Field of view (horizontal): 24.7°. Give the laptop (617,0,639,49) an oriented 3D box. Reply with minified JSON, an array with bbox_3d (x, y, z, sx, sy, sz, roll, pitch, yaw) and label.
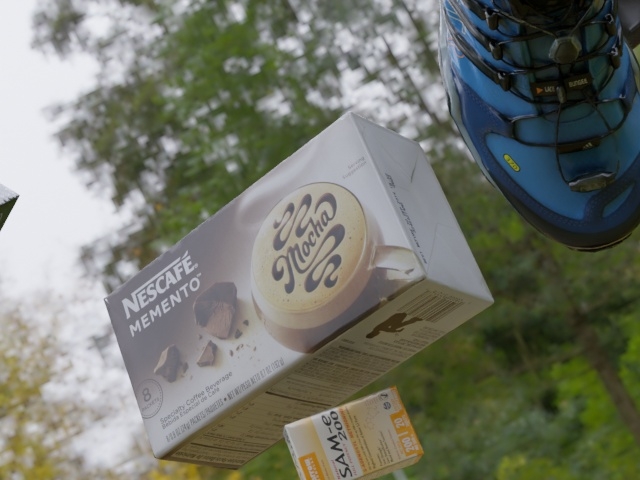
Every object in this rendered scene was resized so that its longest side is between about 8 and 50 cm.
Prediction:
[{"bbox_3d":[0.482,-0.543,1.930,0.236,0.407,0.382,-28,-7,-37],"label":"laptop"}]

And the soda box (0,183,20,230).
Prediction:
[{"bbox_3d":[-0.369,-0.025,1.517,0.060,0.053,0.169,-59,1,10],"label":"soda box"}]

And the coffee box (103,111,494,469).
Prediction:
[{"bbox_3d":[-0.026,0.051,1.242,0.297,0.168,0.119,-35,-30,24],"label":"coffee box"}]

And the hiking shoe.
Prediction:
[{"bbox_3d":[0.111,-0.121,0.793,0.113,0.304,0.132,-18,17,8],"label":"hiking shoe"}]

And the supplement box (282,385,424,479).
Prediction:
[{"bbox_3d":[0.026,0.164,1.180,0.098,0.062,0.036,-19,-17,-12],"label":"supplement box"}]
